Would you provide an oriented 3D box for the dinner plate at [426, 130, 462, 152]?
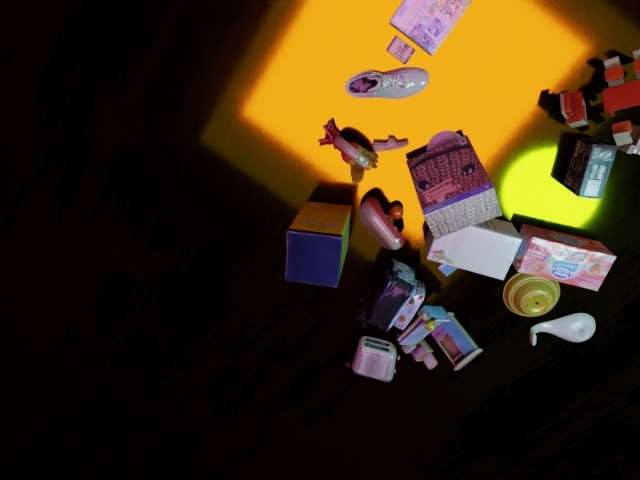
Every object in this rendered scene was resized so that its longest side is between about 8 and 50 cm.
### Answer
[{"bbox_3d":[0.465,-0.334,1.587,0.141,0.017,0.141,4,113,10],"label":"dinner plate"}]

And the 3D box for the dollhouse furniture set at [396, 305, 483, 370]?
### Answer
[{"bbox_3d":[0.443,0.432,1.724,0.303,0.198,0.286,14,124,-45],"label":"dollhouse furniture set"}]

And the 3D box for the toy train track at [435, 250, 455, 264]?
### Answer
[{"bbox_3d":[0.453,0.064,1.564,0.083,0.014,0.048,30,110,-10],"label":"toy train track"}]

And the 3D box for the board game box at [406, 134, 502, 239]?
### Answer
[{"bbox_3d":[0.453,-0.187,1.485,0.232,0.291,0.141,-23,136,18],"label":"board game box"}]

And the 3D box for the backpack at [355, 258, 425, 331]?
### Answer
[{"bbox_3d":[0.292,0.204,1.707,0.213,0.263,0.276,27,117,-7],"label":"backpack"}]

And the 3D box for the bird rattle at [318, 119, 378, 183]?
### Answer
[{"bbox_3d":[0.109,-0.332,1.561,0.143,0.207,0.253,-43,109,4],"label":"bird rattle"}]

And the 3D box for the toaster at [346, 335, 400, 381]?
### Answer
[{"bbox_3d":[0.237,0.526,1.924,0.227,0.129,0.146,14,110,7],"label":"toaster"}]

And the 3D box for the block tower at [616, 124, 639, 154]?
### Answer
[{"bbox_3d":[1.192,-0.307,1.428,0.335,0.091,0.097,12,113,4],"label":"block tower"}]

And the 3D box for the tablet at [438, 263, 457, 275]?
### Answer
[{"bbox_3d":[0.532,0.104,1.761,0.054,0.006,0.083,43,112,-8],"label":"tablet"}]

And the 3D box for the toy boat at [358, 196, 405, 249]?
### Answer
[{"bbox_3d":[0.262,-0.083,1.678,0.151,0.151,0.231,-43,102,-8],"label":"toy boat"}]

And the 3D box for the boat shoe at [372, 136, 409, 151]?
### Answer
[{"bbox_3d":[0.259,-0.362,1.593,0.135,0.050,0.045,-8,116,13],"label":"boat shoe"}]

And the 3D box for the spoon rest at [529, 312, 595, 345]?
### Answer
[{"bbox_3d":[0.989,0.366,1.760,0.276,0.084,0.137,-8,112,-1],"label":"spoon rest"}]

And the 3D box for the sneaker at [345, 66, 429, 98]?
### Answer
[{"bbox_3d":[0.228,-0.531,1.466,0.293,0.169,0.108,-5,109,11],"label":"sneaker"}]

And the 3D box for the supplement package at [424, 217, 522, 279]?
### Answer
[{"bbox_3d":[0.565,0.000,1.618,0.293,0.175,0.177,16,115,4],"label":"supplement package"}]

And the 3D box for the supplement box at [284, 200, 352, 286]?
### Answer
[{"bbox_3d":[0.000,0.000,1.620,0.195,0.356,0.194,7,113,7],"label":"supplement box"}]

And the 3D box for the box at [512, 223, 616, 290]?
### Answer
[{"bbox_3d":[0.893,0.061,1.604,0.300,0.142,0.154,14,115,4],"label":"box"}]

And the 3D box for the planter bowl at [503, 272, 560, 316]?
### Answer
[{"bbox_3d":[0.853,0.232,1.711,0.217,0.090,0.217,3,112,8],"label":"planter bowl"}]

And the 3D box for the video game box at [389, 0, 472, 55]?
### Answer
[{"bbox_3d":[0.363,-0.757,1.414,0.187,0.048,0.205,37,114,-4],"label":"video game box"}]

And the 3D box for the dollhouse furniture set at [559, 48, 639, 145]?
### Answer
[{"bbox_3d":[0.908,-0.440,1.338,0.259,0.135,0.262,-8,75,40],"label":"dollhouse furniture set"}]

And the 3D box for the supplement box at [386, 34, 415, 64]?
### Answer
[{"bbox_3d":[0.272,-0.647,1.455,0.083,0.083,0.056,34,115,-6],"label":"supplement box"}]

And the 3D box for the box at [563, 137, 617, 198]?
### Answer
[{"bbox_3d":[0.919,-0.249,1.469,0.078,0.147,0.180,6,112,7],"label":"box"}]
